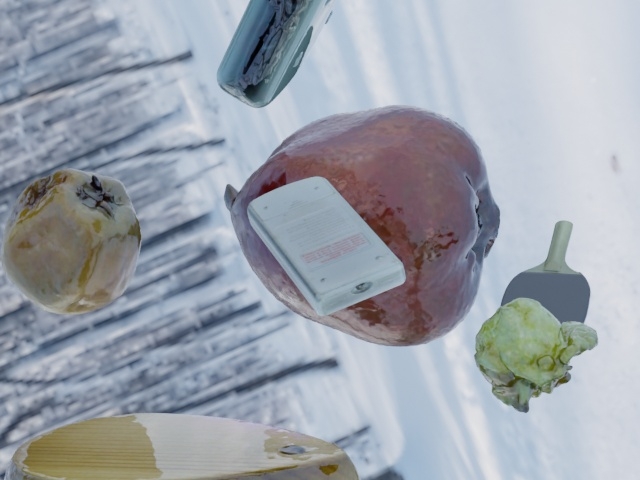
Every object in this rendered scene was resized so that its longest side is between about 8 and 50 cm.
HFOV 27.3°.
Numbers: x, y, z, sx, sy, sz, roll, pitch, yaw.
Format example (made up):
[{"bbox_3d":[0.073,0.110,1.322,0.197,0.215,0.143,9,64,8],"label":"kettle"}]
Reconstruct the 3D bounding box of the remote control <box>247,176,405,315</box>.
[{"bbox_3d":[0.000,0.000,1.199,0.190,0.088,0.029,-131,23,-53],"label":"remote control"}]

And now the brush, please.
[{"bbox_3d":[-0.096,0.224,0.949,0.174,0.267,0.166,-28,-66,-70],"label":"brush"}]

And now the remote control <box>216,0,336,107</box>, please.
[{"bbox_3d":[0.014,-0.226,0.882,0.296,0.056,0.140,-60,2,40],"label":"remote control"}]

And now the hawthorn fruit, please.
[{"bbox_3d":[0.060,-0.020,1.533,0.295,0.312,0.294,179,90,-67],"label":"hawthorn fruit"}]

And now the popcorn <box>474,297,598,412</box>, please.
[{"bbox_3d":[0.134,0.067,0.814,0.059,0.083,0.068,-116,20,-60],"label":"popcorn"}]

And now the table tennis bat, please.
[{"bbox_3d":[0.226,0.043,1.301,0.013,0.087,0.156,64,-142,-44],"label":"table tennis bat"}]

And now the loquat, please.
[{"bbox_3d":[-0.222,-0.001,1.184,0.113,0.137,0.137,8,-134,-46],"label":"loquat"}]
